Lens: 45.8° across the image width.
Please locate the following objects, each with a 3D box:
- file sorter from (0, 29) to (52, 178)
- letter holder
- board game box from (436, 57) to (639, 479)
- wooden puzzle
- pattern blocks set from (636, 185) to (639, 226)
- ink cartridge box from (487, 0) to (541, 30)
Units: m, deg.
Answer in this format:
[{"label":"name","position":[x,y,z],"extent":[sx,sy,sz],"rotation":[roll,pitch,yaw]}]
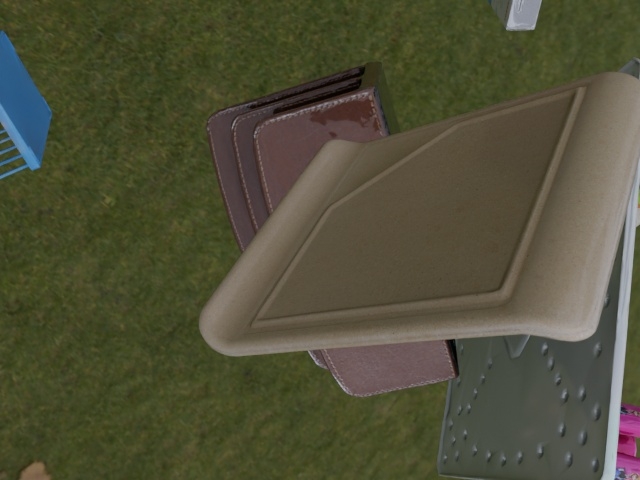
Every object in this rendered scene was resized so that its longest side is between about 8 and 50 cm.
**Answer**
[{"label":"file sorter","position":[-0.394,-0.150,0.879],"extent":[0.104,0.170,0.118],"rotation":[-22,123,-1]},{"label":"letter holder","position":[0.000,0.000,0.785],"extent":[0.214,0.152,0.302],"rotation":[-14,110,12]},{"label":"board game box","position":[0.239,0.065,0.817],"extent":[0.390,0.050,0.390],"rotation":[126,-22,-71]},{"label":"wooden puzzle","position":[0.066,-0.012,0.466],"extent":[0.044,0.238,0.221],"rotation":[60,43,-28]},{"label":"pattern blocks set","position":[0.469,-0.070,1.216],"extent":[0.026,0.285,0.325],"rotation":[-56,175,-43]},{"label":"ink cartridge box","position":[0.321,-0.412,1.244],"extent":[0.052,0.122,0.089],"rotation":[-1,130,-5]}]
